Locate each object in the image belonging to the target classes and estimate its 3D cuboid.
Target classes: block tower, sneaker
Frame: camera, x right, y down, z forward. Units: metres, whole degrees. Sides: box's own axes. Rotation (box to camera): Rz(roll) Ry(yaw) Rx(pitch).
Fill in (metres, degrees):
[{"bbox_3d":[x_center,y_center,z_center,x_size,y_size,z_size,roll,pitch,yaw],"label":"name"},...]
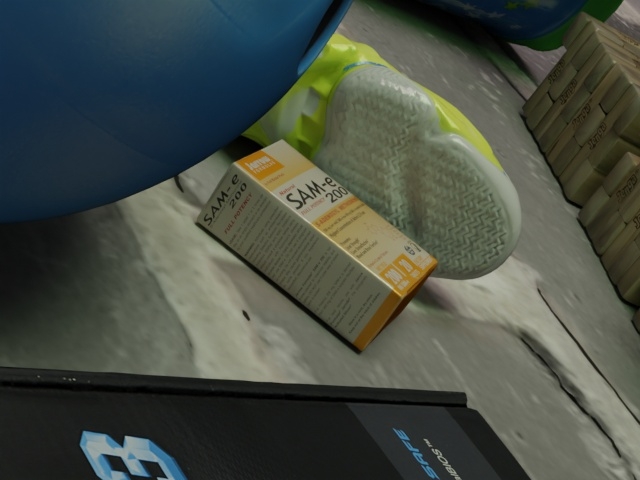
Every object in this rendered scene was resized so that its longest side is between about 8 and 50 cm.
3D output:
[{"bbox_3d":[0.233,-0.033,0.917,0.091,0.097,0.335,24,28,-22],"label":"block tower"},{"bbox_3d":[0.009,-0.075,0.708,0.240,0.091,0.126,36,24,4],"label":"sneaker"}]

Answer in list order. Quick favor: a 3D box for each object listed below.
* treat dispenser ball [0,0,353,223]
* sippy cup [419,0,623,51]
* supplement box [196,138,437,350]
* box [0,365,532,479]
[{"bbox_3d":[-0.116,-0.148,0.444,0.288,0.288,0.288,28,25,-15],"label":"treat dispenser ball"},{"bbox_3d":[0.119,-0.286,1.095,0.224,0.240,0.305,3,-7,-33],"label":"sippy cup"},{"bbox_3d":[0.000,0.000,0.624,0.098,0.036,0.062,38,24,7],"label":"supplement box"},{"bbox_3d":[0.004,0.155,0.313,0.293,0.073,0.295,11,33,-44],"label":"box"}]
